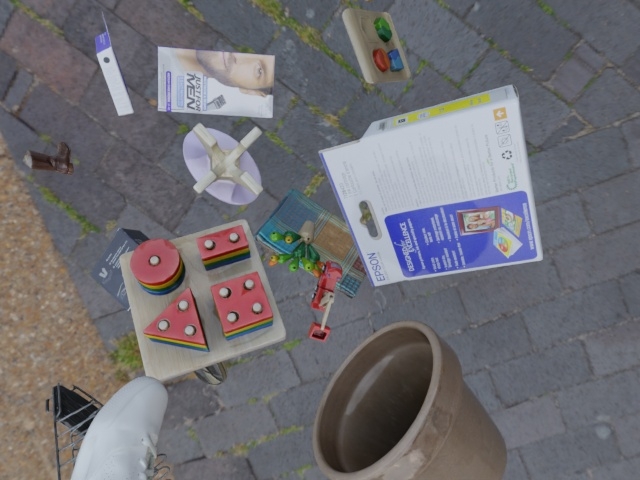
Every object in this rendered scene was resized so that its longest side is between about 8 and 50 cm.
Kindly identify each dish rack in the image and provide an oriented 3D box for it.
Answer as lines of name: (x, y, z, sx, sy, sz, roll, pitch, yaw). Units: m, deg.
dish rack: (-0.248, 0.294, 0.688, 0.074, 0.271, 0.208, -33, 130, -7)

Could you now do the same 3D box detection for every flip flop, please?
flip flop: (-0.265, 0.208, 1.265, 0.112, 0.080, 0.277, 1, 119, 29)

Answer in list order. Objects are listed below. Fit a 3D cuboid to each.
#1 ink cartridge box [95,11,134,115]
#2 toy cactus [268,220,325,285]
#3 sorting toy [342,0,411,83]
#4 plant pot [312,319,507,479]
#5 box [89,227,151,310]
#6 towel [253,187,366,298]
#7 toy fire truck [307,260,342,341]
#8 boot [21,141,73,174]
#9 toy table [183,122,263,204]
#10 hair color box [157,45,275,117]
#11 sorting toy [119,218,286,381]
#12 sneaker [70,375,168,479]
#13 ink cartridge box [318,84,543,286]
ink cartridge box: (-0.518, -0.438, 1.357, 0.045, 0.206, 0.208, -16, 124, -15)
toy cactus: (-0.057, 0.025, 1.584, 0.219, 0.180, 0.112, 34, 140, -19)
sorting toy: (0.152, -0.595, 1.547, 0.041, 0.229, 0.307, -17, 96, 40)
plant pot: (0.156, 0.288, 0.835, 0.229, 0.263, 0.263, 39, 103, -17)
box: (-0.492, 0.075, 1.454, 0.158, 0.093, 0.156, 38, 99, 16)
towel: (0.000, 0.000, 1.791, 0.370, 0.271, 0.040, 32, 139, 1)
toy fire truck: (0.014, 0.159, 1.482, 0.047, 0.135, 0.192, 18, 101, -13)
boot: (-0.672, -0.211, 1.349, 0.037, 0.114, 0.106, -43, 62, 29)
toy table: (-0.280, -0.225, 1.605, 0.274, 0.161, 0.252, 34, 78, -11)
hair color box: (-0.309, -0.470, 1.651, 0.339, 0.110, 0.185, 1, 104, -8)
sorting toy: (-0.222, 0.092, 1.008, 0.255, 0.089, 0.257, -17, 67, -11)
sneaker: (-0.167, 0.217, 0.468, 0.094, 0.212, 0.080, 7, 135, 15)
ink cartridge box: (0.192, -0.072, 0.924, 0.307, 0.072, 0.303, -9, 125, 20)
